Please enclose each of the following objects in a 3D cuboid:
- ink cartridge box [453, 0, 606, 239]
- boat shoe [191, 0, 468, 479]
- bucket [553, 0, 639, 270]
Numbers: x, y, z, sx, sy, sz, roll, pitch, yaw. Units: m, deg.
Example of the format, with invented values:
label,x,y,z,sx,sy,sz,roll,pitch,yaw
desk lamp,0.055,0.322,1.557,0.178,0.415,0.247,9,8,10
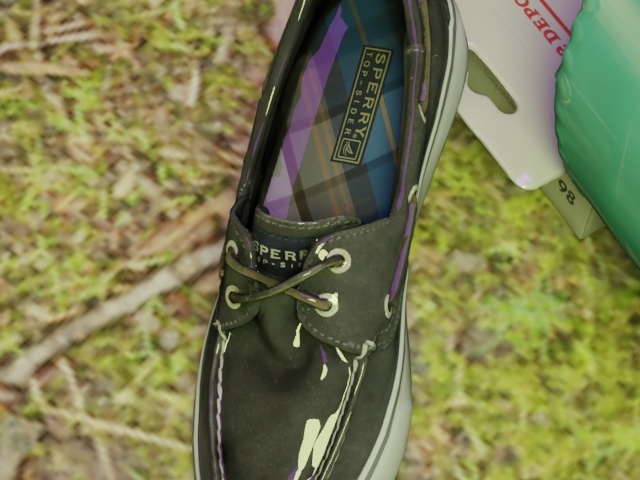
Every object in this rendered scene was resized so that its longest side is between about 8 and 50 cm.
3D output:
label,x,y,z,sx,sy,sz,roll,pitch,yaw
ink cartridge box,0.120,-0.074,0.783,0.180,0.060,0.104,-25,63,-20
boat shoe,0.000,0.000,0.681,0.080,0.076,0.228,12,75,22
bucket,0.227,-0.039,0.652,0.281,0.281,0.183,-23,54,-19
